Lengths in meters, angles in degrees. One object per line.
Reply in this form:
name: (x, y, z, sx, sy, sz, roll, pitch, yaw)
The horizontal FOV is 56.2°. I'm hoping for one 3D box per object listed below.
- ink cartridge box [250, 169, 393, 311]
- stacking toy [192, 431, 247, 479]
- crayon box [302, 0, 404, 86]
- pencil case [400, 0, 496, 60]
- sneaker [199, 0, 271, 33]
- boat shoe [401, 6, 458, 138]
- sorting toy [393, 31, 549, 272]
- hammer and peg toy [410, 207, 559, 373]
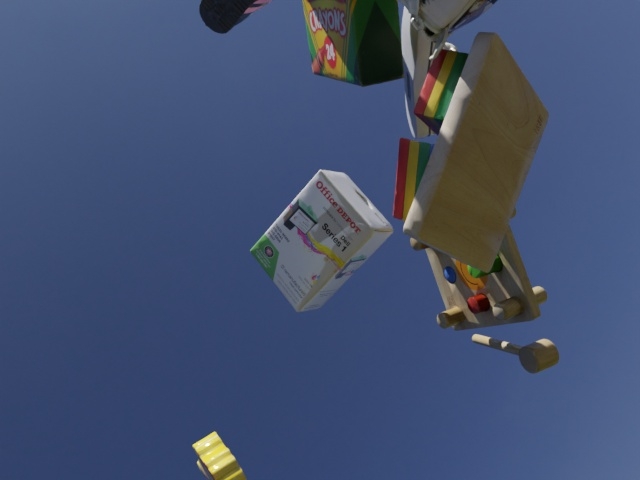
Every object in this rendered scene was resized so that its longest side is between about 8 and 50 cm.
ink cartridge box: (0.000, 0.000, 1.409, 0.278, 0.201, 0.117, -48, -21, 21)
stacking toy: (-0.123, 0.229, 0.404, 0.167, 0.052, 0.221, -28, -32, -24)
crayon box: (0.035, -0.411, 0.920, 0.081, 0.202, 0.318, -16, -66, -17)
pencil case: (0.057, -0.419, 0.711, 0.410, 0.160, 0.183, 40, -111, -6)
sneaker: (-0.122, -0.551, 1.238, 0.112, 0.319, 0.131, 52, -134, -26)
boat shoe: (0.188, -0.283, 0.985, 0.088, 0.096, 0.267, -13, -46, -1)
sorting toy: (0.194, -0.107, 0.816, 0.257, 0.089, 0.255, 21, -90, -54)
hammer and peg toy: (0.337, 0.111, 1.263, 0.127, 0.266, 0.361, -16, -94, -28)
